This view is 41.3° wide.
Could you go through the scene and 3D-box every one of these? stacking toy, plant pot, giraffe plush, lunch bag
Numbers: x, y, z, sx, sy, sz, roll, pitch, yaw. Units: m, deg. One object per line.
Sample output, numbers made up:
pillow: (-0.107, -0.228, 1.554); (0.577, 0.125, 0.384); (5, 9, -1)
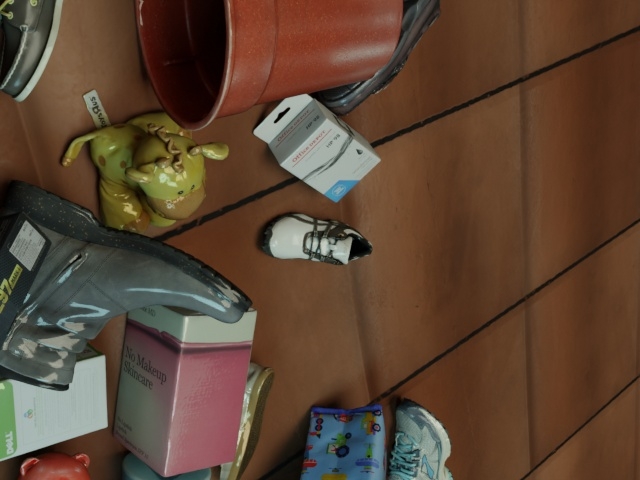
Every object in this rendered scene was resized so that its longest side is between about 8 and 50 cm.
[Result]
stacking toy: (-0.238, 0.367, 1.138); (0.309, 0.279, 0.130); (1, 104, -48)
plant pot: (-0.059, -0.290, 1.060); (0.265, 0.272, 0.273); (-13, 113, -31)
giraffe plush: (-0.204, -0.093, 1.086); (0.181, 0.170, 0.210); (-51, 132, -18)
lunch bag: (0.067, 0.468, 1.514); (0.221, 0.138, 0.293); (-79, 157, -44)

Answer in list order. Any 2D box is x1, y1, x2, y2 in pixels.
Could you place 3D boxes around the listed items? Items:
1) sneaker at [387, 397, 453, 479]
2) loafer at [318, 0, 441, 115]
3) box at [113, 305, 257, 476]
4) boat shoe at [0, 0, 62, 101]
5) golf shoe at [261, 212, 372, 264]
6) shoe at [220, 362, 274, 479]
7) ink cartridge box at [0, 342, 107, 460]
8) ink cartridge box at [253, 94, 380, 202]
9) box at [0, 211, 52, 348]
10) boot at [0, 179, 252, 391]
sneaker: (0.189, 0.440, 1.683); (0.122, 0.110, 0.283); (-33, 124, -27)
loafer: (0.111, -0.305, 1.364); (0.303, 0.109, 0.095); (-56, 137, -18)
box: (-0.195, 0.191, 1.205); (0.126, 0.148, 0.232); (-1, 103, -43)
boat shoe: (-0.335, -0.275, 0.970); (0.068, 0.081, 0.228); (20, 83, -42)
golf shoe: (0.000, 0.000, 1.366); (0.198, 0.094, 0.077); (-4, 107, -41)
shoe: (-0.131, 0.299, 1.375); (0.076, 0.058, 0.219); (-14, 122, -74)
ink cartridge box: (-0.383, 0.211, 1.095); (0.209, 0.062, 0.109); (-12, 111, -40)
ink cartridge box: (-0.004, -0.144, 1.307); (0.104, 0.060, 0.180); (-43, 137, 16)
box: (-0.404, 0.085, 0.884); (0.059, 0.183, 0.233); (56, 33, -38)
boot: (-0.273, 0.089, 1.049); (0.338, 0.118, 0.223); (24, 86, -2)
